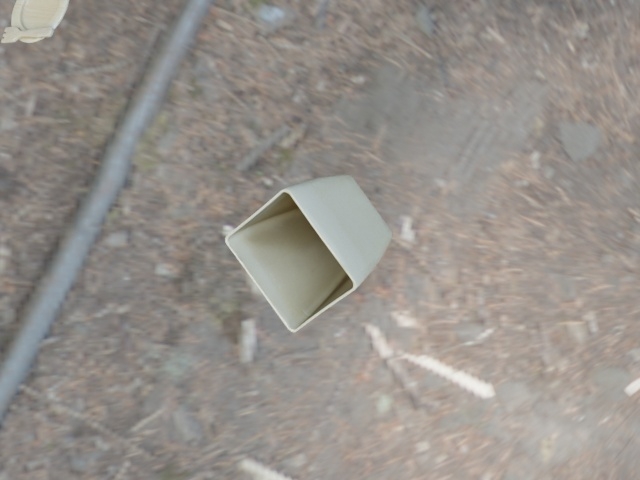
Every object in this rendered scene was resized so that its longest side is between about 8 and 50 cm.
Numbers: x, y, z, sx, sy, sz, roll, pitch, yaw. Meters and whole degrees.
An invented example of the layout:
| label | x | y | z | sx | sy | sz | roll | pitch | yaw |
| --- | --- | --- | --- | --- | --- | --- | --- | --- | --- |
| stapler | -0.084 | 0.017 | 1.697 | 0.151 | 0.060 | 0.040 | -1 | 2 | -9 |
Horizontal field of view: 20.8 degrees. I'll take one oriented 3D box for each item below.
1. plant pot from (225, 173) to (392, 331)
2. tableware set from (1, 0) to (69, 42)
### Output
| label | x | y | z | sx | sy | sz | roll | pitch | yaw |
| --- | --- | --- | --- | --- | --- | --- | --- | --- | --- |
| plant pot | 0.000 | 0.000 | 1.594 | 0.109 | 0.096 | 0.109 | 54 | 137 | 1 |
| tableware set | -0.236 | -0.242 | 1.435 | 0.141 | 0.020 | 0.168 | 22 | 84 | 42 |
